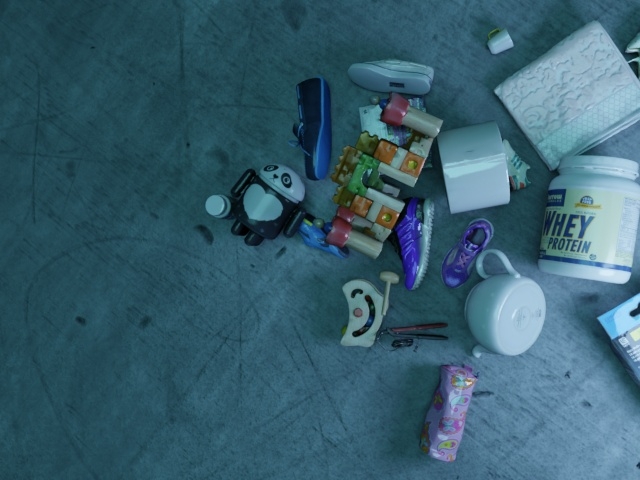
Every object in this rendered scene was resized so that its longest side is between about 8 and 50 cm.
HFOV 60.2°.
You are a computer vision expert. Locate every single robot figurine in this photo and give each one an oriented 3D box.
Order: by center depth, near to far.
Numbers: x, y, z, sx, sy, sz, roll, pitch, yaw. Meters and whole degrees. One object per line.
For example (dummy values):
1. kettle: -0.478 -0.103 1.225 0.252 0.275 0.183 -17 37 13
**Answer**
1. robot figurine: -0.171 -0.114 1.770 0.209 0.173 0.278 32 98 -28

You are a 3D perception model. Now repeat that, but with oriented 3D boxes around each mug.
1. mug: 0.543 -0.604 1.684 0.064 0.078 0.062 -28 115 20

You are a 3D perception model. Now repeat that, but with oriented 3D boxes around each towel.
1. towel: 0.733 -0.416 1.608 0.332 0.053 0.317 -34 81 18

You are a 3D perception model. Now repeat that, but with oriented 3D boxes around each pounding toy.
1. pounding toy: 0.126 0.204 1.704 0.154 0.155 0.269 21 94 8

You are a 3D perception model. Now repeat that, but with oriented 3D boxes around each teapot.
1. teapot: 0.509 0.197 1.601 0.252 0.187 0.256 45 76 -31

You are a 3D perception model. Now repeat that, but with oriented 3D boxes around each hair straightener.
1. hair straightener: 0.281 0.305 1.689 0.231 0.047 0.089 -4 89 -9

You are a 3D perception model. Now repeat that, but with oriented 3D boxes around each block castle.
1. block castle: 0.152 -0.197 1.592 0.213 0.303 0.453 24 106 -1

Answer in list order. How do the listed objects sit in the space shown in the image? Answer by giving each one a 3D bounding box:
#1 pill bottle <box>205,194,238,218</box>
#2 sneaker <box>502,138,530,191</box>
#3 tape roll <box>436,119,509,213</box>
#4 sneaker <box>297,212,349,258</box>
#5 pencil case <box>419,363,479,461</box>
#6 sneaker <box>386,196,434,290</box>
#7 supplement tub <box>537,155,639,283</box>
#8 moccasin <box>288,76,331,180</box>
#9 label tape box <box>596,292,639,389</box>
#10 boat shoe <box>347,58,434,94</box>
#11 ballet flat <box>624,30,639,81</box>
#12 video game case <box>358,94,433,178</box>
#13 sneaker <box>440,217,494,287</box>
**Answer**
1. pill bottle: -0.322 -0.111 1.826 0.078 0.137 0.078 0 89 13
2. sneaker: 0.586 -0.230 1.666 0.075 0.057 0.161 -12 84 -4
3. tape roll: 0.436 -0.210 1.597 0.169 0.246 0.246 -10 86 14
4. sneaker: 0.000 0.000 1.790 0.209 0.069 0.082 39 113 10
5. pencil case: 0.386 0.511 1.658 0.124 0.124 0.284 15 91 13
6. sneaker: 0.265 0.006 1.712 0.146 0.102 0.293 7 85 17
7. supplement tub: 0.744 -0.056 1.525 0.236 0.235 0.324 8 90 13
8. moccasin: -0.031 -0.354 1.784 0.117 0.138 0.341 -2 74 17
9. label tape box: 0.960 0.290 1.532 0.241 0.106 0.333 -34 81 10
10. boat shoe: 0.223 -0.529 1.736 0.268 0.096 0.088 11 63 20
11. ballet flat: 0.917 -0.522 1.581 0.079 0.077 0.221 1 93 17
12. video game case: 0.239 -0.325 1.748 0.210 0.042 0.232 -8 87 13
13. sneaker: 0.439 0.037 1.662 0.095 0.104 0.236 30 97 11
